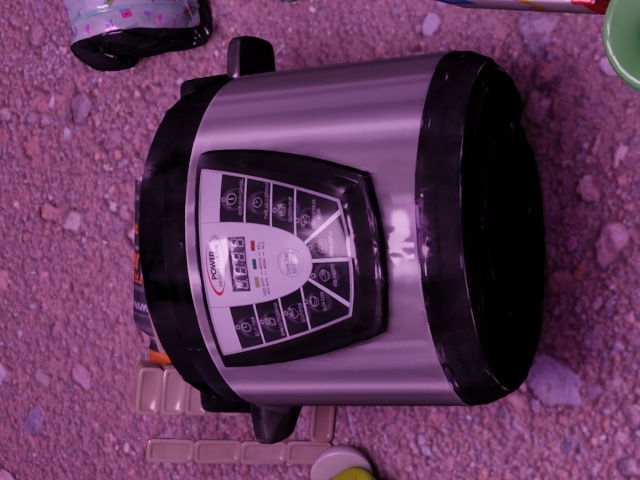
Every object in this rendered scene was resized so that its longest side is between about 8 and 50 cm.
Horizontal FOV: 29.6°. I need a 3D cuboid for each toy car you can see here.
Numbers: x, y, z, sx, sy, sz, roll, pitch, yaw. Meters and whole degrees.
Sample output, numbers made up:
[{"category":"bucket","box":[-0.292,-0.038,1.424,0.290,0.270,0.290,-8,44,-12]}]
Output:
[{"category":"toy car","box":[0.023,0.353,1.461,0.136,0.159,0.182,36,116,-19]}]

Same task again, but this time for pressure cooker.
[{"category":"pressure cooker","box":[0.002,0.002,1.286,0.420,0.370,0.375,-2,139,23]}]

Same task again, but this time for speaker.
[{"category":"speaker","box":[0.353,-0.190,1.132,0.131,0.296,0.131,3,97,27]}]

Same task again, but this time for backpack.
[{"category":"backpack","box":[-0.239,-0.278,1.489,0.152,0.182,0.115,-18,87,28]}]

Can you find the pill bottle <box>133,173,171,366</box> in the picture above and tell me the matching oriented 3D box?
[{"category":"pill bottle","box":[-0.169,0.041,1.518,0.130,0.130,0.246,5,98,26]}]

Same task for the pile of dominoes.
[{"category":"pile of dominoes","box":[-0.102,0.175,1.486,0.251,0.040,0.196,4,98,-17]}]

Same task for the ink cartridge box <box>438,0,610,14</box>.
[{"category":"ink cartridge box","box":[0.241,-0.282,1.272,0.231,0.134,0.078,8,98,27]}]
